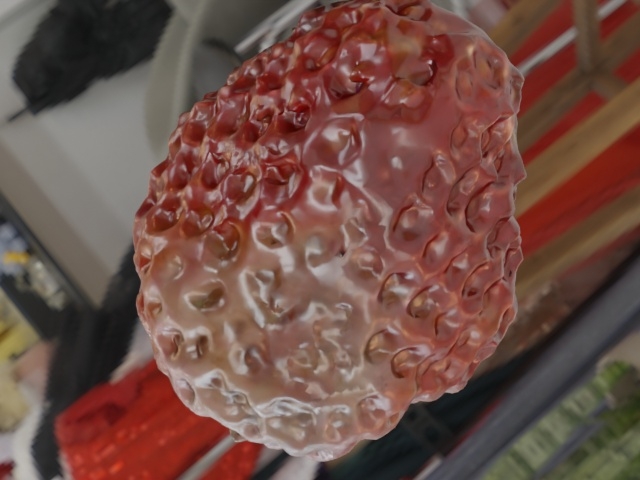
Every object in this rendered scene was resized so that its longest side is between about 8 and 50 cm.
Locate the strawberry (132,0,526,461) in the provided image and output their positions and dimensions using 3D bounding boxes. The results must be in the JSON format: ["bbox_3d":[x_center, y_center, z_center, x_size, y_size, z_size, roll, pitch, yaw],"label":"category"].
[{"bbox_3d":[0.000,0.000,0.954,0.265,0.149,0.336,32,127,8],"label":"strawberry"}]
